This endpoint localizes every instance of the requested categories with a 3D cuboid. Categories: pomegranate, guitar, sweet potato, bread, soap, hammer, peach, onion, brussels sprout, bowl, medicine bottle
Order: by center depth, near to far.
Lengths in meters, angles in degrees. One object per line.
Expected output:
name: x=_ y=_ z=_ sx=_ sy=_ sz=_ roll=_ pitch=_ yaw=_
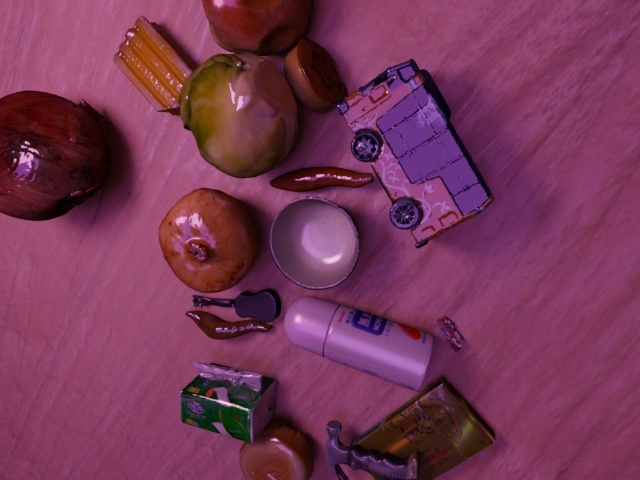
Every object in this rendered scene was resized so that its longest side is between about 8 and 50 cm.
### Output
peach: x=-0.127 y=-0.495 z=0.853 sx=0.235 sy=0.214 sz=0.215 roll=-6 pitch=99 yaw=-14
bread: x=-0.016 y=-0.348 z=0.876 sx=0.086 sy=0.125 sz=0.156 roll=-23 pitch=96 yaw=39
brussels sprout: x=-0.171 y=-0.269 z=0.893 sx=0.294 sy=0.227 sz=0.260 roll=-11 pitch=108 yaw=50
bowl: x=0.000 y=0.000 z=0.937 sx=0.211 sy=0.112 sz=0.212 roll=3 pitch=100 yaw=19
sweet potato: x=-0.005 y=-0.142 z=0.939 sx=0.264 sy=0.057 sz=0.058 roll=-2 pitch=99 yaw=26
medicine bottle: x=0.078 y=0.224 z=0.942 sx=0.340 sy=0.130 sz=0.131 roll=16 pitch=105 yaw=16
pomegranate: x=-0.258 y=0.001 z=0.964 sx=0.247 sy=0.248 sz=0.249 roll=4 pitch=101 yaw=19
hammer: x=0.121 y=0.526 z=0.984 sx=0.226 sy=0.041 sz=0.159 roll=-1 pitch=99 yaw=21
soap: x=-0.389 y=-0.414 z=1.017 sx=0.232 sy=0.073 sz=0.140 roll=48 pitch=112 yaw=5
onion: x=-0.714 y=-0.223 z=1.063 sx=0.353 sy=0.353 sz=0.354 roll=4 pitch=101 yaw=19
bread: x=-0.115 y=0.576 z=1.087 sx=0.213 sy=0.104 sz=0.214 roll=6 pitch=107 yaw=19
guitar: x=-0.235 y=0.167 z=1.089 sx=0.270 sy=0.038 sz=0.084 roll=0 pitch=98 yaw=19
sweet potato: x=-0.248 y=0.233 z=1.095 sx=0.249 sy=0.059 sz=0.069 roll=5 pitch=64 yaw=17

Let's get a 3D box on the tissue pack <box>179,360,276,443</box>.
tissue pack: x=-0.236 y=0.394 z=1.072 sx=0.208 sy=0.148 sz=0.157 roll=7 pitch=104 yaw=18

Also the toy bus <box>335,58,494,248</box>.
toy bus: x=0.187 y=-0.172 z=0.817 sx=0.194 sy=0.162 sz=0.324 roll=-30 pitch=91 yaw=21

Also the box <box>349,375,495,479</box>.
box: x=0.233 y=0.480 z=0.981 sx=0.311 sy=0.043 sz=0.173 roll=-44 pitch=84 yaw=20

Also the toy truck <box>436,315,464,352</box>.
toy truck: x=0.292 y=0.211 z=0.921 sx=0.032 sy=0.024 sz=0.083 roll=-38 pitch=84 yaw=43
